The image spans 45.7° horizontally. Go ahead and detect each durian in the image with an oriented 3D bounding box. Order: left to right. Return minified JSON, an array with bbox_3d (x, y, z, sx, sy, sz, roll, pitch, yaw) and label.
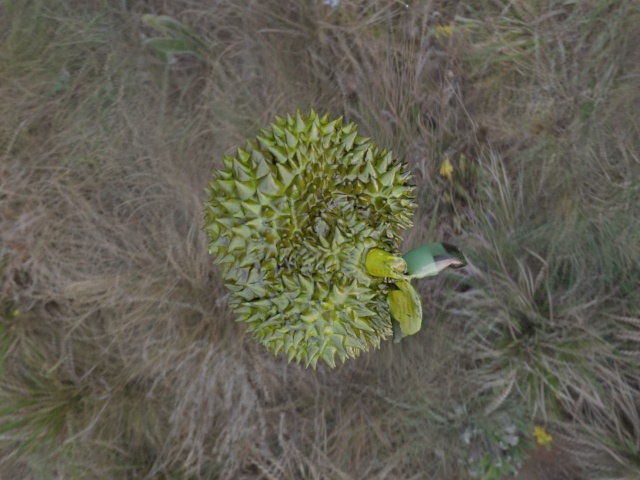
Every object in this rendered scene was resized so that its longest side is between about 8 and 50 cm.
[{"bbox_3d":[-0.008,0.007,0.530,0.145,0.198,0.159,-7,142,-17],"label":"durian"}]
